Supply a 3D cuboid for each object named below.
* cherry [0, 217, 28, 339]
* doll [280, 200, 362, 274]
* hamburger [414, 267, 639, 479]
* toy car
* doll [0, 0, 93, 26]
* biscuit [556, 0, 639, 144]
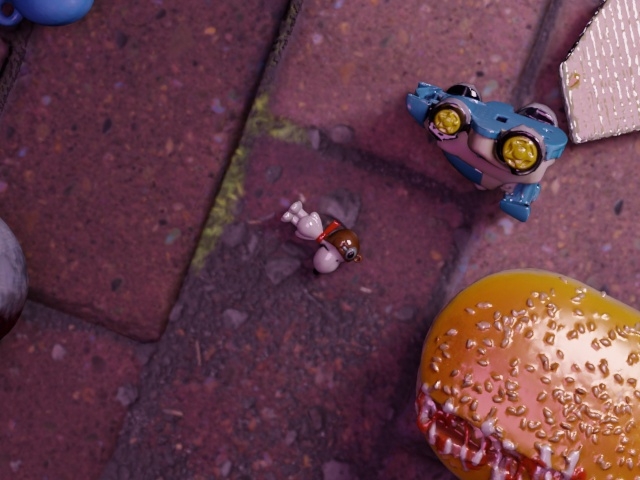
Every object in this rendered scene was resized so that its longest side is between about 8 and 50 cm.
[{"bbox_3d":[-0.419,0.053,1.711,0.296,0.218,0.255,41,98,6],"label":"cherry"},{"bbox_3d":[0.003,-0.006,1.790,0.058,0.040,0.085,-30,90,12],"label":"doll"},{"bbox_3d":[0.237,0.156,1.732,0.295,0.151,0.227,23,89,3],"label":"hamburger"},{"bbox_3d":[0.157,-0.091,1.749,0.161,0.126,0.098,17,108,7],"label":"toy car"},{"bbox_3d":[-0.248,-0.381,1.746,0.199,0.145,0.363,26,99,15],"label":"doll"},{"bbox_3d":[0.358,-0.187,1.772,0.250,0.046,0.147,-13,92,1],"label":"biscuit"}]
